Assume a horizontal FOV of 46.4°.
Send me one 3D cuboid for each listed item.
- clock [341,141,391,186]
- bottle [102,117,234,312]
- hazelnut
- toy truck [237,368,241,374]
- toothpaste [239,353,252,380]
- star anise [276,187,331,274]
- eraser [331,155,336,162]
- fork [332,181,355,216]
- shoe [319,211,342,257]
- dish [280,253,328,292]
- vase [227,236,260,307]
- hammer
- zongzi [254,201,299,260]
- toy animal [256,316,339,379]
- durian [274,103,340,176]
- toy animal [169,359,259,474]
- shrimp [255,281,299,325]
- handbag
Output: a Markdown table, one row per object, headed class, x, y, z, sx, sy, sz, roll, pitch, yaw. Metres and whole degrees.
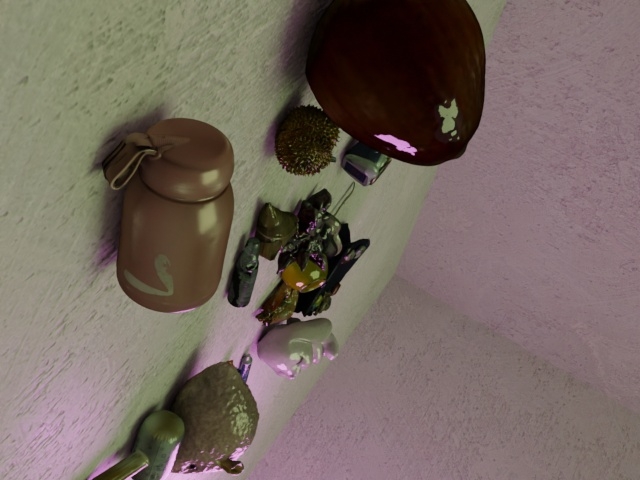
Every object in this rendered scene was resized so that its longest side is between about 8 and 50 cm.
| class | x | y | z | sx | sy | sz | roll | pitch | yaw |
| --- | --- | --- | --- | --- | --- | --- | --- | --- | --- |
| clock | 0.176 | -0.287 | 2.186 | 0.243 | 0.147 | 0.199 | -53 | 171 | -10 |
| bottle | -0.234 | -0.038 | 1.149 | 0.207 | 0.173 | 0.296 | -9 | 138 | -29 |
| hazelnut | 0.162 | -0.332 | 1.490 | 0.353 | 0.420 | 0.421 | -23 | 169 | 6 |
| toy truck | -0.277 | 0.415 | 2.207 | 0.056 | 0.090 | 0.073 | 20 | 56 | -76 |
| toothpaste | -0.246 | 0.422 | 2.400 | 0.057 | 0.035 | 0.197 | -29 | 152 | -36 |
| star anise | -0.036 | -0.021 | 2.050 | 0.283 | 0.129 | 0.212 | -44 | 143 | -62 |
| eraser | 0.020 | -0.220 | 1.998 | 0.019 | 0.027 | 0.099 | -70 | 166 | 8 |
| fork | 0.059 | -0.109 | 2.411 | 0.219 | 0.028 | 0.034 | -59 | 168 | -23 |
| shoe | 0.000 | 0.000 | 2.283 | 0.112 | 0.099 | 0.227 | -46 | 159 | -25 |
| dish | -0.034 | 0.108 | 2.256 | 0.149 | 0.080 | 0.208 | -31 | 163 | 17 |
| vase | -0.182 | 0.074 | 1.814 | 0.060 | 0.060 | 0.211 | -46 | 160 | -47 |
| hammer | -0.453 | 0.531 | 1.744 | 0.305 | 0.113 | 0.201 | -25 | 141 | -54 |
| zongzi | -0.100 | -0.060 | 1.811 | 0.160 | 0.079 | 0.176 | -55 | 159 | -48 |
| toy animal | -0.100 | 0.351 | 2.461 | 0.272 | 0.205 | 0.265 | -28 | 167 | 25 |
| durian | -0.031 | -0.214 | 1.607 | 0.168 | 0.137 | 0.158 | -5 | 107 | -59 |
| toy animal | -0.275 | 0.463 | 1.936 | 0.188 | 0.227 | 0.358 | -96 | -151 | -63 |
| shrimp | -0.128 | 0.195 | 2.291 | 0.267 | 0.061 | 0.145 | -26 | 133 | -59 |
| handbag | 0.028 | 0.108 | 2.560 | 0.329 | 0.122 | 0.303 | -61 | 168 | 11 |
